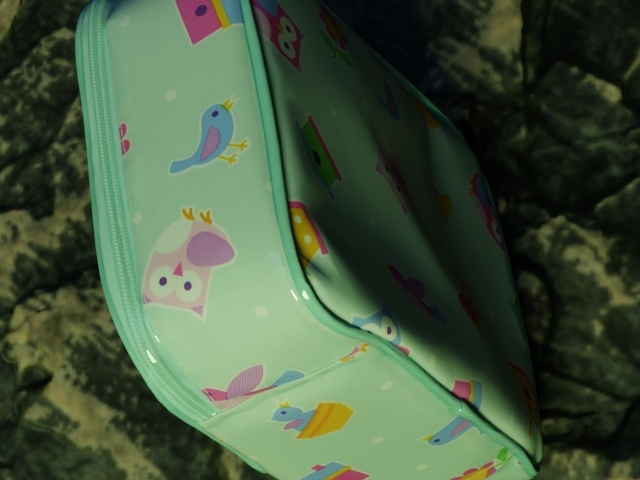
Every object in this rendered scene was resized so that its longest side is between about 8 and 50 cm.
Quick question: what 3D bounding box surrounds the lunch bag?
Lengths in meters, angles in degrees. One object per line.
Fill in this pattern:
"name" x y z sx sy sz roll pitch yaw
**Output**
"lunch bag" 0.000 0.000 0.915 0.108 0.279 0.224 -24 58 18
